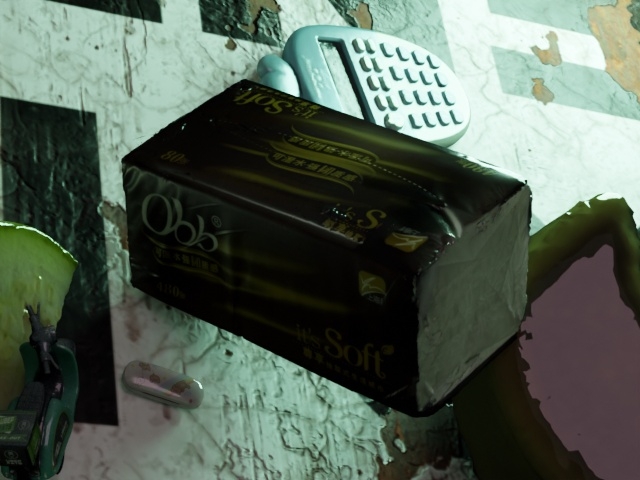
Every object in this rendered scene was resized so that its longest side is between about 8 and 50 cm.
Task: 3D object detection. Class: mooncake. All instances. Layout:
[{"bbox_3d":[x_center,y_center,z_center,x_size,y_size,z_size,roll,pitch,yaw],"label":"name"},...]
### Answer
[{"bbox_3d":[0.340,0.155,1.642,0.393,0.246,0.394,8,60,-9],"label":"mooncake"}]

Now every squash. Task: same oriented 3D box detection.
[{"bbox_3d":[-0.373,0.061,1.471,0.204,0.155,0.237,56,33,-36],"label":"squash"}]

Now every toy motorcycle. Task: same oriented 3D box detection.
[{"bbox_3d":[-0.255,0.143,1.418,0.058,0.100,0.173,2,46,7],"label":"toy motorcycle"}]

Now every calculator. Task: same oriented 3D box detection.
[{"bbox_3d":[0.053,-0.181,1.886,0.303,0.042,0.188,0,58,-31],"label":"calculator"}]

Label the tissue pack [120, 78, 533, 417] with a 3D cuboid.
[{"bbox_3d":[0.000,0.000,1.523,0.370,0.198,0.210,21,43,31],"label":"tissue pack"}]

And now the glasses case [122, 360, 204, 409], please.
[{"bbox_3d":[-0.154,0.142,1.531,0.083,0.021,0.032,21,51,-15],"label":"glasses case"}]
